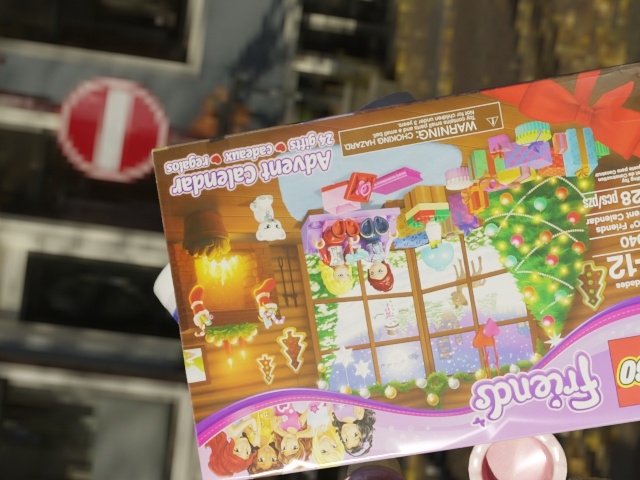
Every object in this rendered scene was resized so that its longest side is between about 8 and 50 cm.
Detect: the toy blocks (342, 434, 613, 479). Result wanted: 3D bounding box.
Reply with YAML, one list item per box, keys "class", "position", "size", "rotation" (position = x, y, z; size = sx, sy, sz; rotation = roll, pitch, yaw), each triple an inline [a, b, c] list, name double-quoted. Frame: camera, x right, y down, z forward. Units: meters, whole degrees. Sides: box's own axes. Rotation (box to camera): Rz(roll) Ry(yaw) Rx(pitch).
- class: "toy blocks"
  position: [0.189, 0.235, 1.358]
  size: [0.260, 0.309, 0.288]
  rotation: [-75, -40, -83]

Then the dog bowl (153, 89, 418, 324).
- class: "dog bowl"
  position: [0.000, 0.000, 1.605]
  size: [0.104, 0.265, 0.265]
  rotation: [52, 161, 7]

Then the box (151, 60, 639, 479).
- class: "box"
  position: [0.062, 0.021, 1.151]
  size: [0.057, 0.293, 0.201]
  rotation: [9, -109, -80]
